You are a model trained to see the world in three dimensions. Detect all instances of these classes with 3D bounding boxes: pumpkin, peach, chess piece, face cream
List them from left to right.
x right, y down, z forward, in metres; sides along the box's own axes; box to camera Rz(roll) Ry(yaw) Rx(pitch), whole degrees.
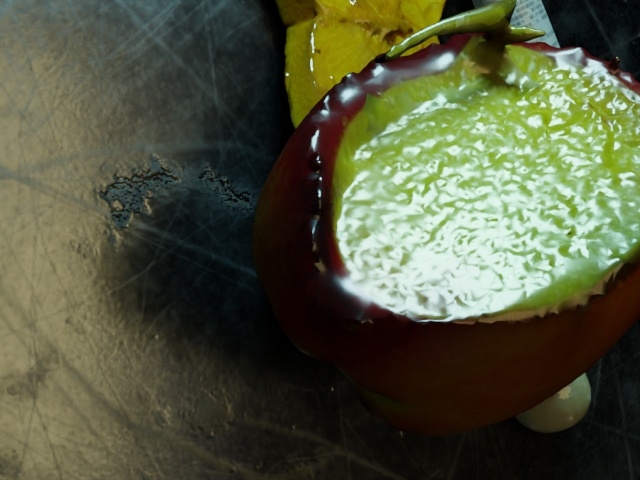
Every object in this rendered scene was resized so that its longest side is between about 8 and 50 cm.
[{"bbox_3d":[0.068,-0.237,0.908,0.290,0.095,0.258,-6,86,-36],"label":"pumpkin"},{"bbox_3d":[0.125,-0.003,0.749,0.335,0.310,0.406,42,63,17],"label":"peach"},{"bbox_3d":[0.248,-0.286,1.032,0.082,0.082,0.268,-33,104,-29],"label":"face cream"},{"bbox_3d":[0.249,0.125,0.994,0.143,0.143,0.260,-40,115,-27],"label":"chess piece"}]
